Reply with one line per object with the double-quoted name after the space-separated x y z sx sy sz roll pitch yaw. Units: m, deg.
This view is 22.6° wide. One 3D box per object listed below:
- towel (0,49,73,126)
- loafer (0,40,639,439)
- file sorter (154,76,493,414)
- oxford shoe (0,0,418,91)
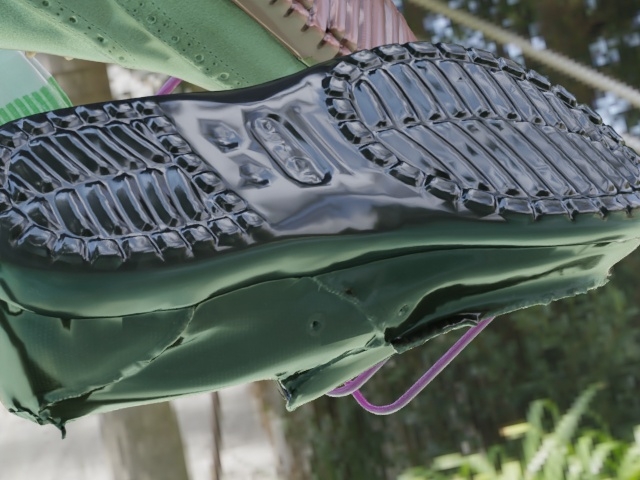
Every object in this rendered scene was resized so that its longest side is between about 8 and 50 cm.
-0.327 -0.086 1.264 0.248 0.038 0.325 -43 -49 -10 "towel"
0.000 0.000 0.438 0.220 0.080 0.078 -6 -44 -32 "loafer"
-0.009 -0.008 1.274 0.182 0.202 0.290 -46 -40 8 "file sorter"
-0.114 -0.140 0.742 0.146 0.397 0.140 -47 18 25 "oxford shoe"
